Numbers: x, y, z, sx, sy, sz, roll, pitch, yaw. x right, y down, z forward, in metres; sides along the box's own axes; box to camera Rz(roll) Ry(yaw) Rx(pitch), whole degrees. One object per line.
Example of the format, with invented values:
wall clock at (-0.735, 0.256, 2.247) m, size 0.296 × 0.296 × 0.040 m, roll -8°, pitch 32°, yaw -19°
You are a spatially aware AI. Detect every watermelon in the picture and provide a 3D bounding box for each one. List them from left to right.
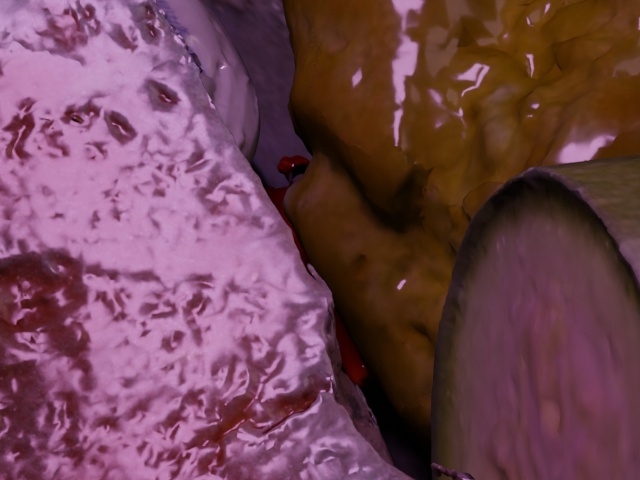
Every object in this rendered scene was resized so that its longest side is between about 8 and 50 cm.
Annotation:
watermelon at (-0.059, 0.050, 0.675) m, size 0.224 × 0.180 × 0.305 m, roll 1°, pitch 54°, yaw -56°

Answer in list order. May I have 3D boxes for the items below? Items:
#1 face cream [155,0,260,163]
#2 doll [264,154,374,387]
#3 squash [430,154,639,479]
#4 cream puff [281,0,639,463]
face cream at (-0.129, -0.071, 0.851) m, size 0.206 × 0.111 × 0.206 m, roll 31°, pitch 30°, yaw -20°
doll at (0.000, 0.000, 0.973) m, size 0.109 × 0.057 × 0.169 m, roll 44°, pitch 28°, yaw -7°
squash at (0.252, 0.088, 0.682) m, size 0.384 × 0.263 × 0.263 m, roll -5°, pitch 44°, yaw -15°
cream puff at (0.168, -0.022, 0.932) m, size 0.378 × 0.275 × 0.378 m, roll 42°, pitch 34°, yaw -38°
